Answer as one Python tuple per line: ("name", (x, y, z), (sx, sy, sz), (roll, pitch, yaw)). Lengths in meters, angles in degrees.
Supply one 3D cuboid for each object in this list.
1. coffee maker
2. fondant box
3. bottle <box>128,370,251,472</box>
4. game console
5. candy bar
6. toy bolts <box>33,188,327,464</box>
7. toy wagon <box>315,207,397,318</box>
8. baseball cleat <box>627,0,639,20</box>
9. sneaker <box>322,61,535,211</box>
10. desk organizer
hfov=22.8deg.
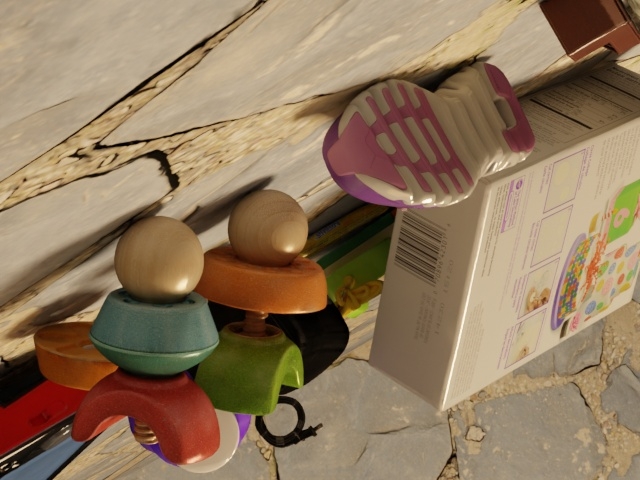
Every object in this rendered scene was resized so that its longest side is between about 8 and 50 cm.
("coffee maker", (-0.049, 0.097, 1.404), (0.120, 0.171, 0.178), (-15, 174, 14))
("fondant box", (0.199, -0.011, 1.490), (0.330, 0.096, 0.238), (-22, 132, -43))
("bottle", (-0.123, 0.154, 1.491), (0.118, 0.092, 0.283), (-3, -174, -9))
("game console", (-0.329, 0.235, 1.393), (0.342, 0.060, 0.386), (-35, 175, -41))
("candy bar", (0.000, 0.000, 1.539), (0.161, 0.018, 0.040), (-31, 175, -5))
("toy bolts", (-0.117, 0.043, 1.137), (0.218, 0.158, 0.228), (9, -167, 12))
("toy wagon", (0.081, 0.007, 1.628), (0.267, 0.068, 0.344), (-35, 175, 24))
("baseball cleat", (0.254, -0.191, 1.077), (0.109, 0.072, 0.206), (-41, 173, 20))
("sneaker", (0.062, -0.061, 1.137), (0.104, 0.095, 0.236), (-26, 177, 32))
("desk organizer", (0.201, -0.160, 1.167), (0.050, 0.047, 0.130), (-30, 173, 14))
